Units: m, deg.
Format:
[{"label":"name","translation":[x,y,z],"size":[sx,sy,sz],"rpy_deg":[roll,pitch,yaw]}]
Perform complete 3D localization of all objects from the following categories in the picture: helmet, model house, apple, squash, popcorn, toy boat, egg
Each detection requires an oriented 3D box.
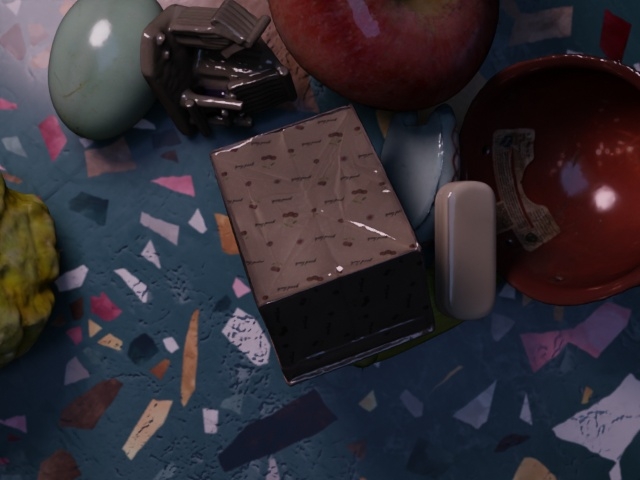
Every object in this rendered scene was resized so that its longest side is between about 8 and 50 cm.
[{"label":"helmet","translation":[0.398,-0.100,1.497],"size":[0.230,0.385,0.337],"rpy_deg":[-14,86,-42]},{"label":"model house","translation":[-0.135,-0.243,1.518],"size":[0.188,0.229,0.122],"rpy_deg":[2,63,13]},{"label":"apple","translation":[0.079,-0.342,1.498],"size":[0.344,0.269,0.345],"rpy_deg":[0,89,-20]},{"label":"squash","translation":[0.153,0.100,1.569],"size":[0.287,0.137,0.137],"rpy_deg":[-12,89,-5]},{"label":"popcorn","translation":[-0.517,0.027,1.475],"size":[0.334,0.292,0.293],"rpy_deg":[41,83,-5]},{"label":"toy boat","translation":[0.154,-0.097,1.581],"size":[0.079,0.134,0.208],"rpy_deg":[5,89,-43]},{"label":"egg","translation":[-0.304,-0.257,1.544],"size":[0.168,0.168,0.231],"rpy_deg":[22,94,-1]}]

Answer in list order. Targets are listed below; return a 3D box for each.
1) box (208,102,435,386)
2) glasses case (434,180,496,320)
[{"label":"box","translation":[0.000,0.000,1.466],"size":[0.225,0.190,0.297],"rpy_deg":[-20,52,-3]},{"label":"glasses case","translation":[0.204,0.014,1.508],"size":[0.083,0.050,0.196],"rpy_deg":[-1,95,-23]}]
